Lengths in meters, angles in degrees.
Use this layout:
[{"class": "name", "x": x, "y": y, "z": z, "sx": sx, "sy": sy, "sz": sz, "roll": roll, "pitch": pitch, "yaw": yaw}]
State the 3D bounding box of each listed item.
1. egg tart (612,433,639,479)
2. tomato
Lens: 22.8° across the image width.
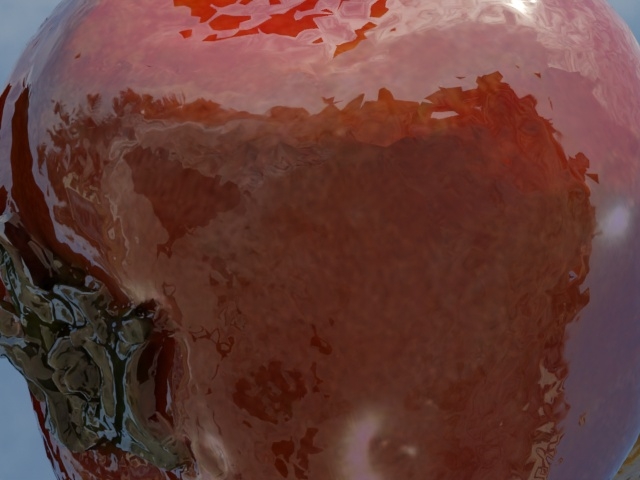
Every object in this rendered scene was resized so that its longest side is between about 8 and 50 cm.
[{"class": "egg tart", "x": 0.129, "y": 0.147, "z": 1.136, "sx": 0.202, "sy": 0.202, "sz": 0.147, "roll": 47, "pitch": -110, "yaw": -8}, {"class": "tomato", "x": 0.000, "y": 0.000, "z": 0.726, "sx": 0.325, "sy": 0.290, "sz": 0.293, "roll": 26, "pitch": -50, "yaw": 48}]
